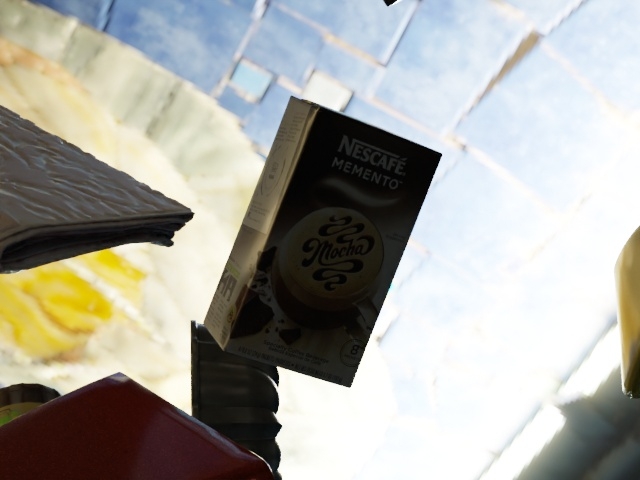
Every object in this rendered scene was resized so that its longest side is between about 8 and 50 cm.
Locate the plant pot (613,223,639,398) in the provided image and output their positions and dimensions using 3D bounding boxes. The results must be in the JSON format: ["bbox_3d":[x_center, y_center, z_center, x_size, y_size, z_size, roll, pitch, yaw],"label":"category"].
[{"bbox_3d":[0.496,0.067,1.721,0.187,0.212,0.212,76,15,-56],"label":"plant pot"}]

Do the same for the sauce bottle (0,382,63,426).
[{"bbox_3d":[-0.281,0.296,1.317,0.111,0.111,0.344,-62,-148,32],"label":"sauce bottle"}]

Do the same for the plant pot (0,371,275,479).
[{"bbox_3d":[-0.188,0.277,0.962,0.267,0.235,0.267,17,-65,56],"label":"plant pot"}]

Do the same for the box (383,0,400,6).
[{"bbox_3d":[0.147,-0.408,1.570,0.247,0.163,0.142,-34,-178,-38],"label":"box"}]

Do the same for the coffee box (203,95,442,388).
[{"bbox_3d":[0.000,0.000,1.559,0.297,0.168,0.119,-69,-159,6],"label":"coffee box"}]

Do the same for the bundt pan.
[{"bbox_3d":[-0.120,0.273,1.862,0.331,0.124,0.331,180,-90,-84],"label":"bundt pan"}]

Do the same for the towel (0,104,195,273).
[{"bbox_3d":[-0.325,-0.069,1.233,0.317,0.331,0.053,-8,123,-65],"label":"towel"}]
